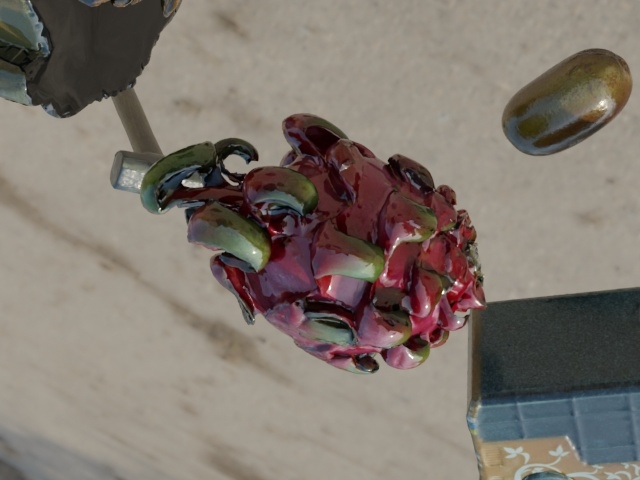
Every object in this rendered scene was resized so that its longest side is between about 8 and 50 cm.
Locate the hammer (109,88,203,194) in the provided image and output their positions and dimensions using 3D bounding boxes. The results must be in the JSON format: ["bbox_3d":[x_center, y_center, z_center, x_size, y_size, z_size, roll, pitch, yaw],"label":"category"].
[{"bbox_3d":[-0.226,-0.148,1.907,0.111,0.043,0.365,10,-155,-23],"label":"hammer"}]

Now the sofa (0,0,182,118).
[{"bbox_3d":[-0.254,-0.231,1.341,0.200,0.258,0.182,19,139,21],"label":"sofa"}]

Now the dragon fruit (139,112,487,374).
[{"bbox_3d":[0.010,-0.002,1.244,0.198,0.218,0.273,-26,147,18],"label":"dragon fruit"}]

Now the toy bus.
[{"bbox_3d":[0.267,0.129,1.342,0.275,0.138,0.167,-6,133,12],"label":"toy bus"}]

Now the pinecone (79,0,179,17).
[{"bbox_3d":[-0.119,-0.211,0.883,0.174,0.173,0.173,23,159,10],"label":"pinecone"}]

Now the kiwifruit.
[{"bbox_3d":[0.214,-0.119,1.356,0.124,0.075,0.075,-30,128,24],"label":"kiwifruit"}]
